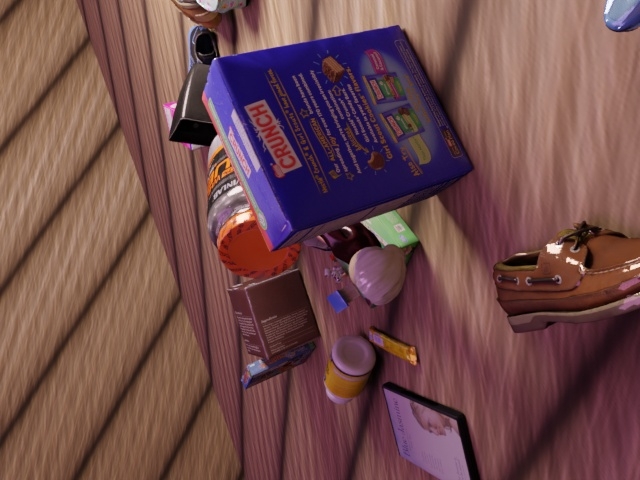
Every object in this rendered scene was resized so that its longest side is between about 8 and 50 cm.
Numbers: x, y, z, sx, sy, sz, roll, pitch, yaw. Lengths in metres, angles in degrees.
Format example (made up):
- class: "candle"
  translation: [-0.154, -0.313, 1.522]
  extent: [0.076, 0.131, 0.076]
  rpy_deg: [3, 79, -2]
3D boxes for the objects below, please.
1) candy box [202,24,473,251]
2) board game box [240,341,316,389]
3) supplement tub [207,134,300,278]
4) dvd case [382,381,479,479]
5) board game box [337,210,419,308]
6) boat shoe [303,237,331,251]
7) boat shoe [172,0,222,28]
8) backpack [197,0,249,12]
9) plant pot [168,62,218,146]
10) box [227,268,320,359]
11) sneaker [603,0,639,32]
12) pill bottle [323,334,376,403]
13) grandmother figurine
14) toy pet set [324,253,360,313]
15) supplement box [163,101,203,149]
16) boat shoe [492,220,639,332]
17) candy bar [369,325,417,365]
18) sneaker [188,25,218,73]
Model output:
- class: "candy box"
  translation: [0.024, -0.159, 0.826]
  extent: [0.268, 0.317, 0.122]
  rpy_deg: [66, 153, 10]
- class: "board game box"
  translation: [-0.121, 0.351, 1.575]
  extent: [0.035, 0.201, 0.136]
  rpy_deg: [60, 151, 20]
- class: "supplement tub"
  translation: [-0.141, -0.093, 1.201]
  extent: [0.338, 0.207, 0.207]
  rpy_deg: [-103, 14, -47]
- class: "dvd case"
  translation: [0.225, 0.409, 1.154]
  extent: [0.253, 0.022, 0.180]
  rpy_deg: [2, 109, 62]
- class: "board game box"
  translation: [0.062, -0.045, 1.137]
  extent: [0.317, 0.046, 0.213]
  rpy_deg: [56, 150, 27]
- class: "boat shoe"
  translation: [0.000, 0.000, 1.294]
  extent: [0.125, 0.038, 0.046]
  rpy_deg: [13, 76, 59]
- class: "boat shoe"
  translation: [-0.339, -0.635, 1.430]
  extent: [0.324, 0.123, 0.120]
  rpy_deg: [59, 180, 43]
- class: "backpack"
  translation: [-0.222, -0.606, 1.232]
  extent: [0.152, 0.115, 0.182]
  rpy_deg: [47, 148, 35]
- class: "plant pot"
  translation: [-0.286, -0.353, 1.453]
  extent: [0.188, 0.187, 0.167]
  rpy_deg: [161, 112, -64]
- class: "box"
  translation: [-0.132, 0.201, 1.535]
  extent: [0.168, 0.167, 0.203]
  rpy_deg: [-10, 98, 64]
- class: "sneaker"
  translation: [0.298, -0.270, 0.502]
  extent: [0.063, 0.073, 0.162]
  rpy_deg: [51, 147, 34]
- class: "pill bottle"
  translation: [0.063, 0.311, 1.306]
  extent: [0.103, 0.103, 0.184]
  rpy_deg: [53, 148, 31]
- class: "grandmother figurine"
  translation: [0.049, 0.000, 0.938]
  extent: [0.104, 0.208, 0.342]
  rpy_deg: [-66, 26, 16]
- class: "toy pet set"
  translation: [0.032, 0.095, 1.214]
  extent: [0.114, 0.065, 0.122]
  rpy_deg: [56, -179, 7]
- class: "supplement box"
  translation: [-0.397, -0.368, 1.729]
  extent: [0.220, 0.111, 0.114]
  rpy_deg: [35, 137, 51]
- class: "boat shoe"
  translation: [0.305, 0.034, 0.650]
  extent: [0.104, 0.111, 0.307]
  rpy_deg: [65, 153, 9]
- class: "candy bar"
  translation: [0.150, 0.221, 1.176]
  extent: [0.161, 0.018, 0.040]
  rpy_deg: [18, 119, 59]
- class: "sneaker"
  translation: [-0.326, -0.479, 1.552]
  extent: [0.090, 0.081, 0.232]
  rpy_deg: [-137, 38, -55]
